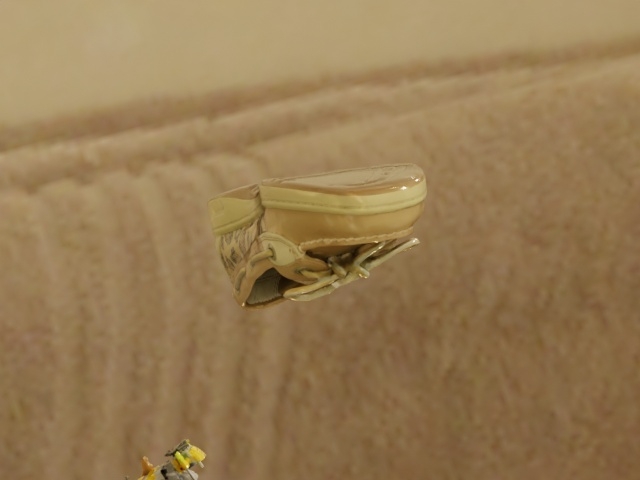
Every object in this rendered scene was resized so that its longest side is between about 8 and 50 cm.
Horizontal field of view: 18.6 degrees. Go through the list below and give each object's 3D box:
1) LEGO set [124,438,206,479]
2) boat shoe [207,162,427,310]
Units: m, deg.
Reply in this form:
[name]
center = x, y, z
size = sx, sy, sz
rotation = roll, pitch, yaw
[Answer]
[LEGO set]
center = -0.060, 0.266, 1.399
size = 0.255, 0.192, 0.331
rotation = 58, 13, 1
[boat shoe]
center = 0.000, 0.000, 1.322
size = 0.285, 0.104, 0.089
rotation = 171, -88, -73
